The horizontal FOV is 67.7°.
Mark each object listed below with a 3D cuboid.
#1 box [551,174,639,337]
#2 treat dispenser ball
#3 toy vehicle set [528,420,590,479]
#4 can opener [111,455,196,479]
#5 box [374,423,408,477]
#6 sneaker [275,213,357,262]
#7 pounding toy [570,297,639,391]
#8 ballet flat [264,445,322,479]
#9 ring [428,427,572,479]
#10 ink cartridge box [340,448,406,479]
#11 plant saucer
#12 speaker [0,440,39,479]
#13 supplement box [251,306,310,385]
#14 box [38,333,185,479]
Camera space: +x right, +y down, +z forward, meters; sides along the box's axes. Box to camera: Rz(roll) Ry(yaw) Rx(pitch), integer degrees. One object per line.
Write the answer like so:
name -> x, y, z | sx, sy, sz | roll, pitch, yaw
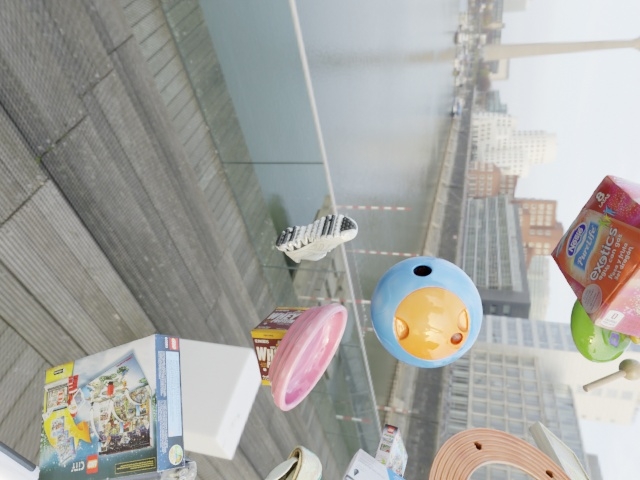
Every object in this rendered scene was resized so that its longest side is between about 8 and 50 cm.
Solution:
box -> 0.411, 0.038, 0.514 | 0.128, 0.256, 0.123 | -85, -168, -57
treat dispenser ball -> 0.275, 0.186, 1.252 | 0.288, 0.287, 0.289 | 3, 90, -72
toy vehicle set -> 0.623, 0.594, 1.172 | 0.166, 0.035, 0.267 | 41, 18, -15
can opener -> -0.466, 0.631, 1.273 | 0.283, 0.095, 0.076 | 13, 93, -40
box -> 0.185, 0.578, 1.248 | 0.114, 0.036, 0.207 | -63, 148, -34
sneaker -> 0.000, 0.000, 1.523 | 0.118, 0.291, 0.110 | 54, 40, -31
pounding toy -> 0.693, 0.225, 1.104 | 0.110, 0.182, 0.237 | 166, -85, -68
ballet flat -> -0.067, 0.323, 0.579 | 0.168, 0.057, 0.052 | -45, 114, -26
ring -> 0.305, 0.449, 0.717 | 0.032, 0.336, 0.337 | -64, 179, 37
ink cartridge box -> 0.089, 0.532, 0.932 | 0.082, 0.139, 0.190 | -65, 166, 24
plant saucer -> -0.042, 0.317, 1.361 | 0.332, 0.084, 0.332 | -50, 156, -31
speaker -> -0.527, 0.358, 0.772 | 0.136, 0.055, 0.055 | 48, 36, -17
supplement box -> -0.112, 0.347, 1.581 | 0.191, 0.128, 0.194 | -38, 122, -61
box -> -0.282, 0.230, 0.633 | 0.044, 0.232, 0.159 | 25, 50, -56
